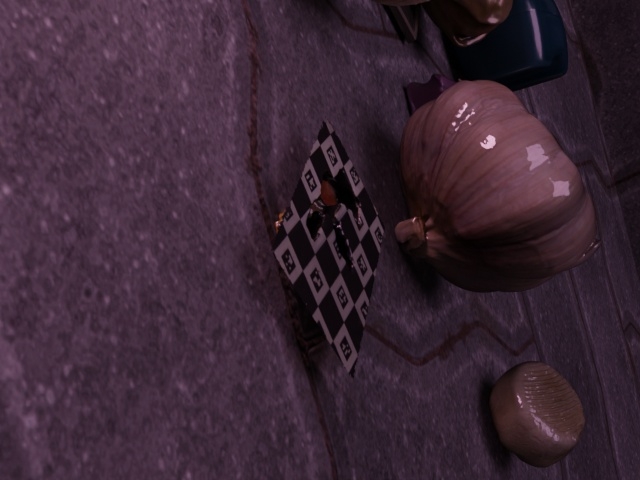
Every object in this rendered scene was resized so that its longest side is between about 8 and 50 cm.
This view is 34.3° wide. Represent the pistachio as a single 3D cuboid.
[{"bbox_3d":[0.248,-0.478,1.793,0.181,0.162,0.293,9,57,-23],"label":"pistachio"}]

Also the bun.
[{"bbox_3d":[0.338,0.284,1.657,0.173,0.113,0.167,28,42,-28],"label":"bun"}]

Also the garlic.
[{"bbox_3d":[0.237,-0.070,1.459,0.241,0.322,0.322,-48,121,-41],"label":"garlic"}]

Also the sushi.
[{"bbox_3d":[0.000,0.000,1.183,0.192,0.043,0.279,60,28,-30],"label":"sushi"}]

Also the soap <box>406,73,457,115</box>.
[{"bbox_3d":[0.216,-0.204,1.739,0.203,0.065,0.122,1,75,-65],"label":"soap"}]

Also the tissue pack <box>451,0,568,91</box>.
[{"bbox_3d":[0.370,-0.408,2.031,0.287,0.198,0.206,-12,89,-64],"label":"tissue pack"}]

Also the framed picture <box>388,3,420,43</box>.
[{"bbox_3d":[0.123,-0.474,1.759,0.189,0.023,0.260,55,30,-34],"label":"framed picture"}]

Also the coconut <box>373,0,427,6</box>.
[{"bbox_3d":[0.092,-0.432,1.351,0.245,0.247,0.245,-19,120,-37],"label":"coconut"}]
